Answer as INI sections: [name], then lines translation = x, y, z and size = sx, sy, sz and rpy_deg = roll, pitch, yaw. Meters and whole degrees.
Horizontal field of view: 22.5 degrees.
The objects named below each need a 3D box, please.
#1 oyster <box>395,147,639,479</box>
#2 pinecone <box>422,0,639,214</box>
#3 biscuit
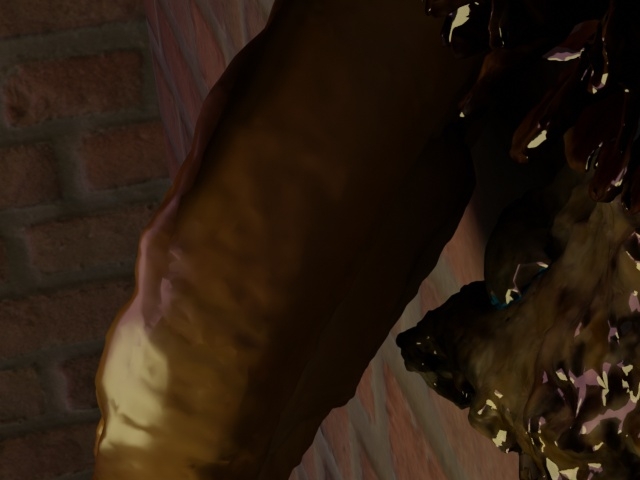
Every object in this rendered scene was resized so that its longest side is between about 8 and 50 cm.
[oyster]
translation = 0.100, 0.052, 0.615
size = 0.214, 0.083, 0.223
rpy_deg = -114, 23, -45
[pinecone]
translation = 0.088, -0.072, 0.409
size = 0.140, 0.121, 0.140
rpy_deg = 175, 90, -80
[biscuit]
translation = 0.000, 0.000, 0.716
size = 0.296, 0.102, 0.296
rpy_deg = -61, -9, -17
